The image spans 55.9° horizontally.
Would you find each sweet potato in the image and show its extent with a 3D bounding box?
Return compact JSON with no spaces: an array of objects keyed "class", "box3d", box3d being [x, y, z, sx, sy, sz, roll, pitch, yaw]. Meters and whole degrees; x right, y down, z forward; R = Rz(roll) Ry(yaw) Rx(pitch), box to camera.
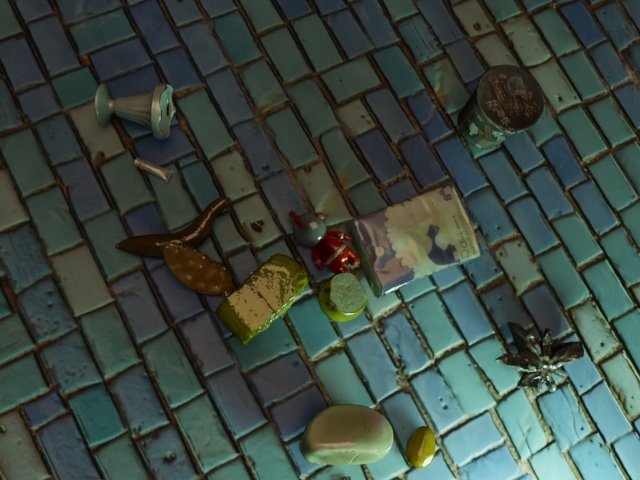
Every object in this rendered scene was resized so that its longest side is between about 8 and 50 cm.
[{"class":"sweet potato","box3d":[-0.395,-0.013,1.701,0.346,0.079,0.108,-26,102,-9]}]

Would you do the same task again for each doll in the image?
[{"class":"doll","box3d":[0.000,0.000,1.758,0.245,0.076,0.142,43,107,4]}]

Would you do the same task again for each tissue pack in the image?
[{"class":"tissue pack","box3d":[0.278,-0.002,1.780,0.344,0.125,0.242,-20,81,-12]}]

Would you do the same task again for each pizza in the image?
[{"class":"pizza","box3d":[-0.339,0.081,1.679,0.246,0.058,0.127,25,110,-23]}]

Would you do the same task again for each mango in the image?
[{"class":"mango","box3d":[0.282,0.577,1.686,0.080,0.060,0.114,9,73,-9]}]

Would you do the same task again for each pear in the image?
[{"class":"pear","box3d":[0.056,0.166,1.725,0.141,0.104,0.140,13,64,-28]}]

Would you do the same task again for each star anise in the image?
[{"class":"star anise","box3d":[0.638,0.346,1.766,0.258,0.110,0.198,23,75,-9]}]

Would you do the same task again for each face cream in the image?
[{"class":"face cream","box3d":[-0.490,-0.209,1.767,0.115,0.020,0.038,24,74,-4]}]

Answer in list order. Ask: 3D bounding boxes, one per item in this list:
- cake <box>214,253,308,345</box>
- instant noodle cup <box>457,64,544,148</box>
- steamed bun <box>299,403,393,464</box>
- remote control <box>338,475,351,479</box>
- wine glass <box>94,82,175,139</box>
[{"class":"cake","box3d":[-0.157,0.157,1.656,0.260,0.179,0.156,-40,87,-17]},{"class":"instant noodle cup","box3d":[0.542,-0.398,1.865,0.218,0.207,0.217,2,78,-9]},{"class":"steamed bun","box3d":[0.065,0.514,1.622,0.239,0.170,0.152,6,54,-9]},{"class":"remote control","box3d":[0.075,0.697,1.653,0.039,0.014,0.096,-11,78,-10]},{"class":"wine glass","box3d":[-0.530,-0.381,1.736,0.197,0.165,0.164,8,77,0]}]
